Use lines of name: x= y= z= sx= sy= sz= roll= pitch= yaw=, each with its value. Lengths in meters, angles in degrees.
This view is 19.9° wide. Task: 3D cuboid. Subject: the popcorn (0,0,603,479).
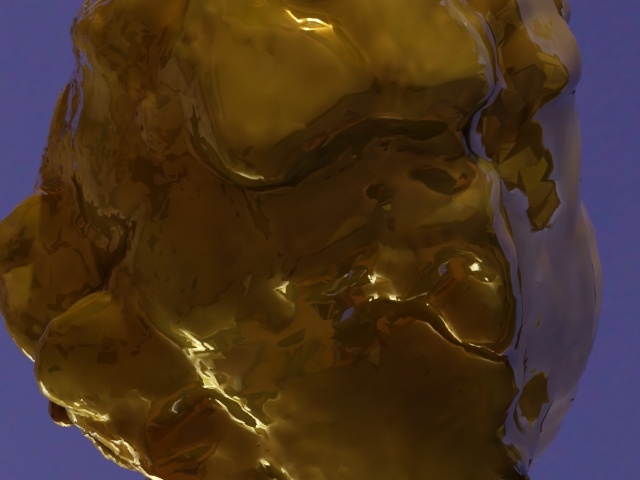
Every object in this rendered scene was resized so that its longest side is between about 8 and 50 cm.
popcorn: x=0.000 y=0.000 z=0.668 sx=0.215 sy=0.252 sz=0.286 roll=28 pitch=-37 yaw=47
